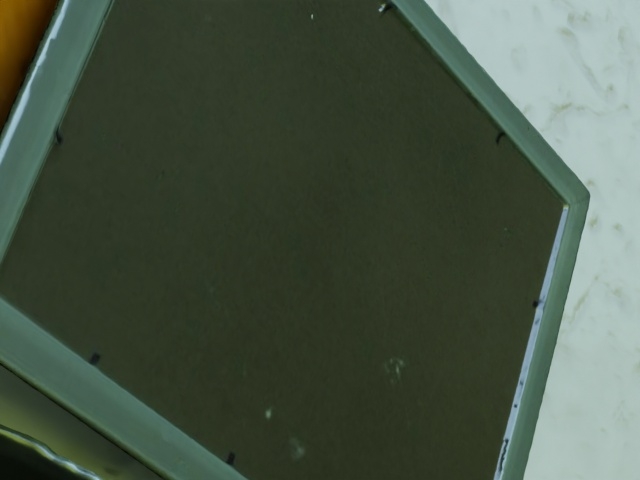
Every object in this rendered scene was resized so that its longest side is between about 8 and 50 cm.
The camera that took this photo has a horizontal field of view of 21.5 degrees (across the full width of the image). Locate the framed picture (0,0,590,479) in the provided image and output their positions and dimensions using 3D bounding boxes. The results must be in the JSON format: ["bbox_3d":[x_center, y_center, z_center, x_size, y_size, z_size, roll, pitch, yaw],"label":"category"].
[{"bbox_3d":[0.000,0.000,0.609,0.296,0.019,0.232,44,53,-39],"label":"framed picture"}]

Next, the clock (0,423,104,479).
[{"bbox_3d":[-0.112,0.150,0.403,0.281,0.055,0.280,25,31,-16],"label":"clock"}]

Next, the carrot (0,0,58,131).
[{"bbox_3d":[-0.147,-0.162,0.537,0.258,0.100,0.307,-31,106,-42],"label":"carrot"}]
